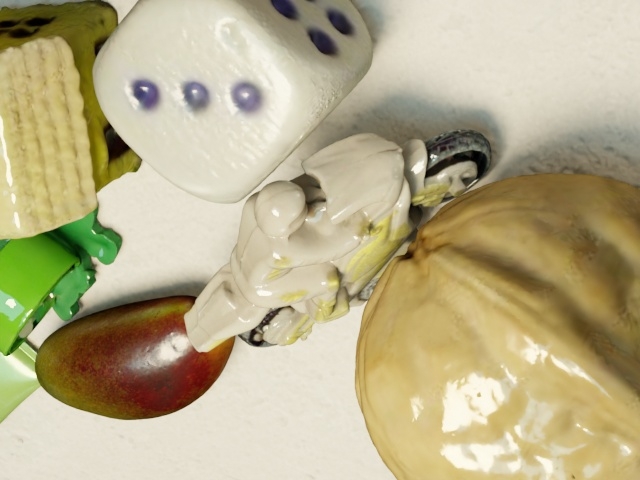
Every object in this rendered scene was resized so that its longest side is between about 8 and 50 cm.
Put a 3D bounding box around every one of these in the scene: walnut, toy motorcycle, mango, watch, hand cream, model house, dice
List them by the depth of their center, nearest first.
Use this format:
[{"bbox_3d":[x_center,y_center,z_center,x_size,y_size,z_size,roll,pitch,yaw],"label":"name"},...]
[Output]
[{"bbox_3d":[0.218,0.117,1.355,0.381,0.381,0.381,8,117,16],"label":"walnut"},{"bbox_3d":[-0.079,-0.164,1.396,0.193,0.194,0.192,46,120,-4],"label":"dice"},{"bbox_3d":[0.000,0.000,1.443,0.340,0.223,0.108,-44,59,30],"label":"toy motorcycle"},{"bbox_3d":[-0.303,-0.115,1.477,0.174,0.234,0.193,3,114,18],"label":"model house"},{"bbox_3d":[-0.313,0.032,1.602,0.131,0.152,0.165,40,123,0],"label":"watch"},{"bbox_3d":[-0.204,0.133,1.636,0.267,0.111,0.133,-15,128,31],"label":"mango"},{"bbox_3d":[-0.388,0.176,1.762,0.095,0.046,0.175,43,114,-4],"label":"hand cream"}]
